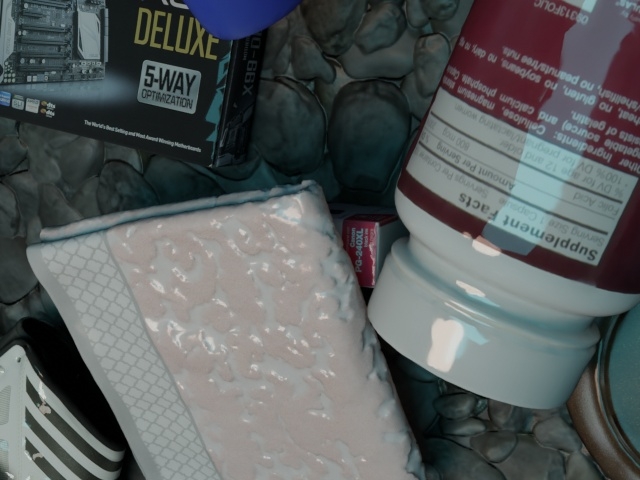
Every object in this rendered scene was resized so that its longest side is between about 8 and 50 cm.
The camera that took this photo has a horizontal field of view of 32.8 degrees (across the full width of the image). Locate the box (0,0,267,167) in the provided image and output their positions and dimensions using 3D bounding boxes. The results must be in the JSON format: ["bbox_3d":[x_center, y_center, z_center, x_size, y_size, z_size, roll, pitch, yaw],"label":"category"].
[{"bbox_3d":[-0.204,-0.223,1.093,0.307,0.076,0.242,15,102,20],"label":"box"}]

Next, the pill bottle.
[{"bbox_3d":[0.196,-0.079,0.871,0.224,0.224,0.392,27,107,17],"label":"pill bottle"}]

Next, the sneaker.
[{"bbox_3d":[-0.408,0.173,1.211,0.447,0.169,0.257,25,98,9],"label":"sneaker"}]

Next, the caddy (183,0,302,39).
[{"bbox_3d":[-0.085,-0.341,0.912,0.241,0.179,0.341,24,74,18],"label":"caddy"}]

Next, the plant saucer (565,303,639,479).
[{"bbox_3d":[0.357,0.115,0.930,0.310,0.050,0.311,3,100,21],"label":"plant saucer"}]

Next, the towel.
[{"bbox_3d":[-0.088,0.114,1.025,0.317,0.053,0.332,-7,118,27],"label":"towel"}]

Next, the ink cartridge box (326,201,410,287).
[{"bbox_3d":[0.000,0.000,1.024,0.150,0.109,0.063,5,101,21],"label":"ink cartridge box"}]
